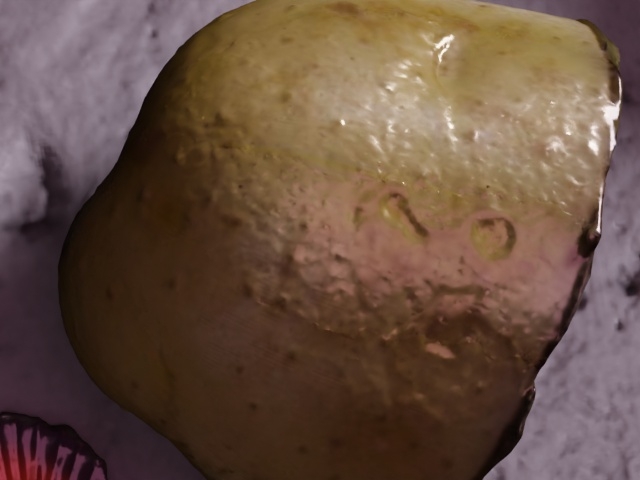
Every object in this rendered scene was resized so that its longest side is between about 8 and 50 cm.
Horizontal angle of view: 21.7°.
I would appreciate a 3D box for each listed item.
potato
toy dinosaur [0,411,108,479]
[{"bbox_3d":[0.000,0.000,0.783,0.242,0.242,0.285,21,103,-19],"label":"potato"},{"bbox_3d":[-0.117,0.148,0.828,0.286,0.070,0.139,-9,72,-21],"label":"toy dinosaur"}]
